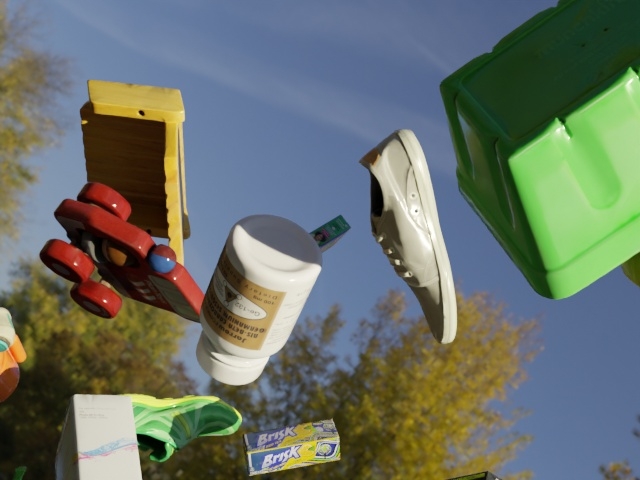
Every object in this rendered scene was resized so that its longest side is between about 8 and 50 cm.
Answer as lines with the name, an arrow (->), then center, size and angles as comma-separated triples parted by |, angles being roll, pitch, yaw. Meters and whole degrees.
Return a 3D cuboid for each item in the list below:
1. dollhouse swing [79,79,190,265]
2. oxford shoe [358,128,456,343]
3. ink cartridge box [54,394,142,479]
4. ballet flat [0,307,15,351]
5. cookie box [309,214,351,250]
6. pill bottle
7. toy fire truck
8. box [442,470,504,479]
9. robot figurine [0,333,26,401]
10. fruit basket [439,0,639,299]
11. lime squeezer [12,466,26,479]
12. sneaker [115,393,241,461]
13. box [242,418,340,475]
dollhouse swing -> -0.434, -0.132, 2.237 | 0.315, 0.305, 0.346 | 7, -54, 6
oxford shoe -> 0.174, 0.003, 1.947 | 0.169, 0.130, 0.449 | -127, -161, -71
ink cartridge box -> -0.306, 0.339, 1.345 | 0.212, 0.093, 0.154 | -112, -145, -45
ballet flat -> -0.597, 0.147, 1.516 | 0.086, 0.248, 0.086 | 172, -90, -86
cookie box -> 0.000, 0.000, 2.081 | 0.040, 0.107, 0.092 | 52, -37, 7
pill bottle -> -0.094, 0.088, 1.347 | 0.131, 0.131, 0.229 | 39, -51, 18
toy fire truck -> -0.345, 0.036, 1.793 | 0.254, 0.169, 0.302 | 14, -29, 25
box -> 0.147, 0.399, 1.257 | 0.045, 0.184, 0.191 | 36, -37, -19
robot figurine -> -0.699, 0.260, 2.022 | 0.158, 0.128, 0.219 | 0, -28, 1
fruit basket -> 0.353, -0.080, 1.036 | 0.392, 0.392, 0.283 | 65, -1, -40
lime squeezer -> -0.559, 0.549, 1.767 | 0.059, 0.110, 0.310 | -135, -142, -70
sneaker -> -0.290, 0.365, 1.880 | 0.109, 0.296, 0.123 | -44, -130, 45
box -> -0.053, 0.370, 1.759 | 0.059, 0.169, 0.054 | -115, -161, -60
